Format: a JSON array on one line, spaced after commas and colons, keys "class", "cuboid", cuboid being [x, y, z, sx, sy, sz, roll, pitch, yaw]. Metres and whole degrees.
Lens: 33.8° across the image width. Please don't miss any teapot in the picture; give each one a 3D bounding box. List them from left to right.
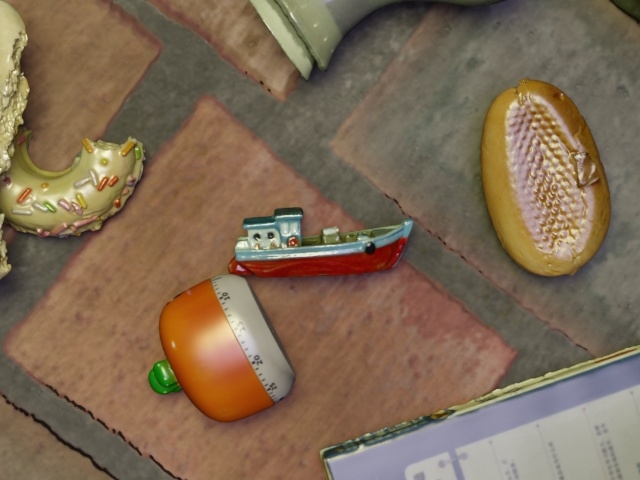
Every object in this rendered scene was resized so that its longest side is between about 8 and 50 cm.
[{"class": "teapot", "cuboid": [0.061, -0.252, 0.938, 0.251, 0.183, 0.183, -34, 94, 5]}]

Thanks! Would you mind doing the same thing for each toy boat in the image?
[{"class": "toy boat", "cuboid": [0.000, 0.000, 0.974, 0.173, 0.069, 0.058, -2, 99, -2]}]

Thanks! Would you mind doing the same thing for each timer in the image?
[{"class": "timer", "cuboid": [-0.097, 0.104, 0.954, 0.136, 0.099, 0.136, 0, 88, 6]}]

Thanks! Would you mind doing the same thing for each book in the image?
[{"class": "book", "cuboid": [0.244, 0.279, 1.020, 0.428, 0.039, 0.300, -17, 92, -6]}]

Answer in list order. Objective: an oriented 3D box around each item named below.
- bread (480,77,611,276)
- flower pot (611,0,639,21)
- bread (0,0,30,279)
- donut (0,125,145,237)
[{"class": "bread", "cuboid": [0.211, -0.059, 0.997, 0.114, 0.077, 0.189, -13, 93, 14]}, {"class": "flower pot", "cuboid": [0.384, -0.338, 0.944, 0.302, 0.213, 0.301, 0, 91, -7]}, {"class": "bread", "cuboid": [-0.330, -0.084, 0.905, 0.182, 0.039, 0.250, 8, 94, 27]}, {"class": "donut", "cuboid": [-0.249, -0.056, 0.946, 0.166, 0.065, 0.108, 13, 91, -4]}]
